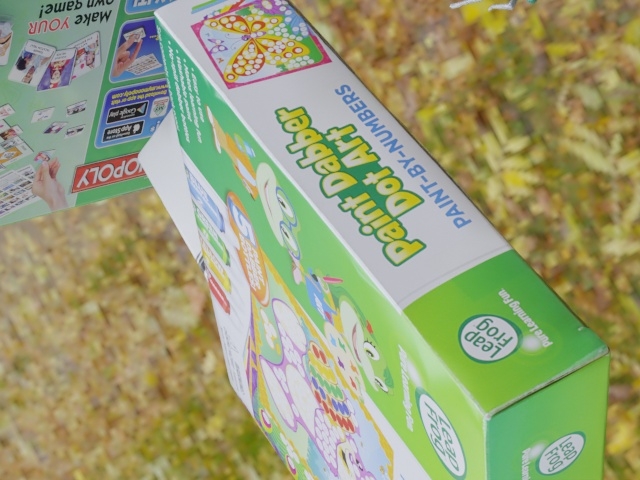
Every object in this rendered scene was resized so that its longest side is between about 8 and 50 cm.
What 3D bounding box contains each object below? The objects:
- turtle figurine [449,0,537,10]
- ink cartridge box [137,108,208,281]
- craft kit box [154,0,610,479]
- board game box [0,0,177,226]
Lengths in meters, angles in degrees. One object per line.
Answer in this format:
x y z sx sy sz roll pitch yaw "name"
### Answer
0.173 -0.246 1.202 0.234 0.175 0.118 2 126 13 "turtle figurine"
0.000 0.000 0.958 0.086 0.148 0.203 -52 44 19 "ink cartridge box"
0.024 0.054 0.669 0.246 0.061 0.250 48 157 38 "craft kit box"
-0.169 -0.112 1.004 0.046 0.317 0.213 37 124 29 "board game box"
